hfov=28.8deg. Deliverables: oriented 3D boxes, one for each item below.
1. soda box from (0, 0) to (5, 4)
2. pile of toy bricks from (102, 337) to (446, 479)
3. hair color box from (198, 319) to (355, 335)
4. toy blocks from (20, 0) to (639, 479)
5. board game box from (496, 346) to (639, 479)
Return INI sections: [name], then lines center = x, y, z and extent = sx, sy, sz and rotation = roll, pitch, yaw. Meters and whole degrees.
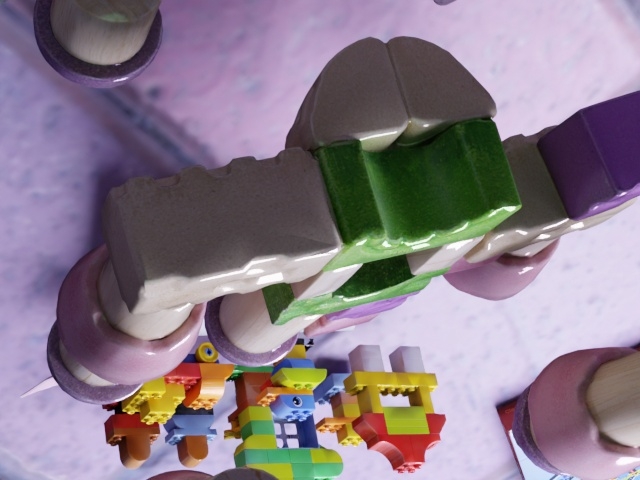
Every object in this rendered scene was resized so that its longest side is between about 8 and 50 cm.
[soda box]
center = -0.063, -0.219, 0.502
extent = 0.286, 0.098, 0.091
rotation = -34, 130, 10
[pile of toy bricks]
center = -0.032, 0.129, 0.777
extent = 0.212, 0.105, 0.118
rotation = 4, 150, -28
[hair color box]
center = -0.043, 0.018, 0.744
extent = 0.141, 0.043, 0.072
rotation = 0, 128, -20
[toy blocks]
center = 0.000, 0.000, 0.619
extent = 0.288, 0.309, 0.260
rotation = -13, 168, -21
[board game box]
center = 0.282, 0.123, 0.955
extent = 0.281, 0.027, 0.145
rotation = -23, 131, 1
